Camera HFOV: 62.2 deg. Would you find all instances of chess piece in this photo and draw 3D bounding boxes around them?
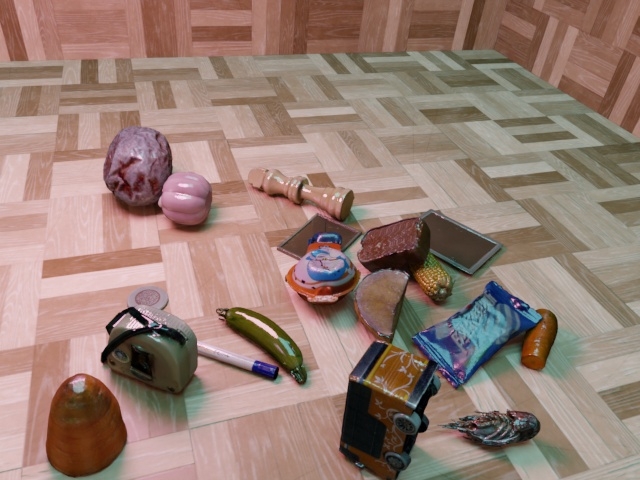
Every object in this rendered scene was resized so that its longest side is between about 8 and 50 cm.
[{"bbox_3d":[-0.083,-0.180,1.889,0.397,0.117,0.117,19,39,18],"label":"chess piece"}]

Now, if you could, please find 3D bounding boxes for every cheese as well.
[{"bbox_3d":[0.009,0.077,1.546,0.216,0.129,0.329,1,32,3],"label":"cheese"}]

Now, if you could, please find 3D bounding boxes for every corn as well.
[{"bbox_3d":[0.320,0.083,1.622,0.091,0.091,0.260,11,30,-22],"label":"corn"}]

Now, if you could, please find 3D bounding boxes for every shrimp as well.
[{"bbox_3d":[0.381,0.425,1.202,0.232,0.079,0.090,0,33,0],"label":"shrimp"}]

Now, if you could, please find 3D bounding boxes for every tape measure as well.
[{"bbox_3d":[-0.409,0.242,1.222,0.235,0.207,0.115,18,42,11],"label":"tape measure"}]

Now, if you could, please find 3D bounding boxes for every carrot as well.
[{"bbox_3d":[-0.481,0.351,1.060,0.159,0.225,0.159,6,42,-5],"label":"carrot"},{"bbox_3d":[0.594,0.260,1.436,0.087,0.087,0.193,21,38,18],"label":"carrot"}]

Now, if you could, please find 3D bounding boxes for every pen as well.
[{"bbox_3d":[-0.232,0.289,1.323,0.269,0.033,0.033,16,39,12],"label":"pen"}]

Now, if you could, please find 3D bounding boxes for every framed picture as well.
[{"bbox_3d":[0.000,0.000,1.742,0.184,0.016,0.250,23,40,21],"label":"framed picture"},{"bbox_3d":[0.437,0.000,1.803,0.296,0.019,0.232,32,44,30],"label":"framed picture"}]

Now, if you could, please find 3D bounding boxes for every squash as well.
[{"bbox_3d":[-0.141,0.244,1.364,0.318,0.080,0.071,32,6,28],"label":"squash"}]

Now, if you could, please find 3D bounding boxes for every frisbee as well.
[{"bbox_3d":[-0.476,0.163,1.464,0.110,0.014,0.110,4,37,-3],"label":"frisbee"}]

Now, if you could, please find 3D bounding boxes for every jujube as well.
[{"bbox_3d":[-0.605,-0.247,1.791,0.215,0.246,0.308,23,37,-32],"label":"jujube"}]

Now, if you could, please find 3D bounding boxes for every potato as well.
[{"bbox_3d":[0.156,0.186,1.460,0.138,0.098,0.243,13,44,14],"label":"potato"}]

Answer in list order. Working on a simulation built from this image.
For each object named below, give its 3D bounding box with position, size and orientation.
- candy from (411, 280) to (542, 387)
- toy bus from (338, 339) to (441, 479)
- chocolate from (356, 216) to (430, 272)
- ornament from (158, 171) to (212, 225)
[{"bbox_3d":[0.418,0.239,1.427,0.331,0.077,0.187,-31,51,-17],"label":"candy"},{"bbox_3d":[0.135,0.355,1.095,0.167,0.275,0.138,21,40,23],"label":"toy bus"},{"bbox_3d":[0.226,0.022,1.620,0.214,0.093,0.148,-17,37,35],"label":"chocolate"},{"bbox_3d":[-0.442,-0.138,1.729,0.177,0.177,0.177,4,38,-3],"label":"ornament"}]
